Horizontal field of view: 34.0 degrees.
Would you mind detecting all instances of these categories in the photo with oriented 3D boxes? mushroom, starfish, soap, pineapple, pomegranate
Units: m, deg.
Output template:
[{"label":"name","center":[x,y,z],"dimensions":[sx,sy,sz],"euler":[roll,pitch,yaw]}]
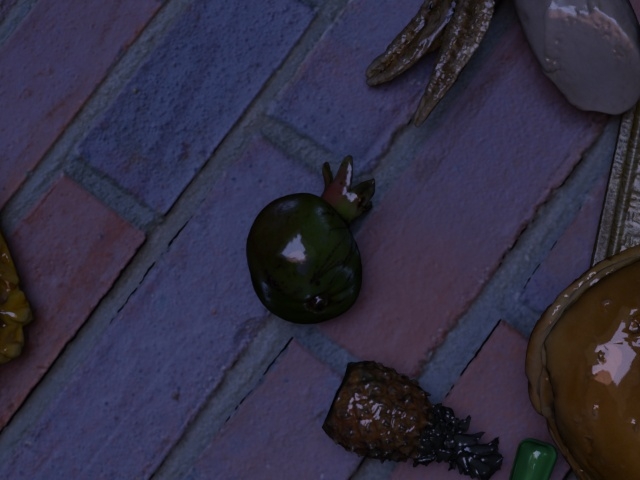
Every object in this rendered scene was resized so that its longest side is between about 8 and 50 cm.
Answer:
[{"label":"mushroom","center":[0.283,-0.304,1.224],"dimensions":[0.128,0.128,0.350],"euler":[-15,70,7]},{"label":"starfish","center":[0.163,-0.321,1.217],"dimensions":[0.327,0.094,0.375],"euler":[-12,71,52]},{"label":"soap","center":[0.369,-0.052,1.184],"dimensions":[0.092,0.037,0.252],"euler":[12,78,13]},{"label":"pineapple","center":[0.104,0.208,1.139],"dimensions":[0.198,0.108,0.108],"euler":[25,81,3]},{"label":"pomegranate","center":[0.000,0.000,1.194],"dimensions":[0.131,0.152,0.191],"euler":[25,61,22]}]

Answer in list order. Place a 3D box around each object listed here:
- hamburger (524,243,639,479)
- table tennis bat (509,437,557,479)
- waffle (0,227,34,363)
[{"label":"hamburger","center":[0.372,0.146,1.051],"dimensions":[0.284,0.174,0.304],"euler":[-34,93,-9]},{"label":"table tennis bat","center":[0.192,0.331,1.091],"dimensions":[0.160,0.039,0.257],"euler":[16,89,36]},{"label":"waffle","center":[-0.508,0.050,1.270],"dimensions":[0.261,0.151,0.324],"euler":[-27,75,-2]}]
